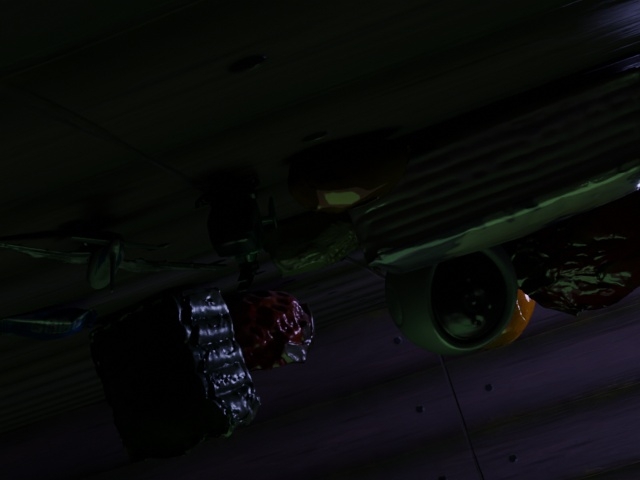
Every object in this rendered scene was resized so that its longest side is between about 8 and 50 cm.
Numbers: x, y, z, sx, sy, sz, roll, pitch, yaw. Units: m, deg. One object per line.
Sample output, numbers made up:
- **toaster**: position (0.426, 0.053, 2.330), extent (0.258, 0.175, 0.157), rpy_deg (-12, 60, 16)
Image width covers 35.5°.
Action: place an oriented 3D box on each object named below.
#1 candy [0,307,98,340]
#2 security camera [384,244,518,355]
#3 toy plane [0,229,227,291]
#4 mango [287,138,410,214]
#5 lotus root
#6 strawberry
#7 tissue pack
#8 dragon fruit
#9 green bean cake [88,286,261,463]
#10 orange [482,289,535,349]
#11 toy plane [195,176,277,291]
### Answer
- **candy**: position (-0.385, 0.119, 1.401), extent (0.136, 0.038, 0.088), rpy_deg (-4, 164, -20)
- **security camera**: position (0.175, 0.048, 1.422), extent (0.194, 0.236, 0.194), rpy_deg (-15, 173, -2)
- **toy plane**: position (-0.210, 0.020, 0.980), extent (0.226, 0.058, 0.226), rpy_deg (7, 176, -16)
- **mango**: position (0.030, -0.064, 0.990), extent (0.127, 0.063, 0.077), rpy_deg (-17, 163, -8)
- **lotus root**: position (0.001, 0.003, 1.331), extent (0.144, 0.070, 0.143), rpy_deg (-21, 172, 17)
- **strawberry**: position (-0.178, 0.179, 1.913), extent (0.336, 0.149, 0.265), rpy_deg (-8, 180, 7)
- **tissue pack**: position (0.211, -0.067, 1.117), extent (0.344, 0.125, 0.242), rpy_deg (-19, 171, 10)
- **dragon fruit**: position (0.392, -0.002, 1.522), extent (0.299, 0.244, 0.244), rpy_deg (-33, 180, -29)
- **green bean cake**: position (-0.238, 0.219, 1.627), extent (0.241, 0.255, 0.132), rpy_deg (-28, 170, 31)
- **orange**: position (0.328, 0.111, 2.093), extent (0.246, 0.246, 0.246), rpy_deg (-17, 172, -3)
- **toy plane**: position (-0.077, -0.013, 1.010), extent (0.060, 0.096, 0.235), rpy_deg (-16, -170, 4)
